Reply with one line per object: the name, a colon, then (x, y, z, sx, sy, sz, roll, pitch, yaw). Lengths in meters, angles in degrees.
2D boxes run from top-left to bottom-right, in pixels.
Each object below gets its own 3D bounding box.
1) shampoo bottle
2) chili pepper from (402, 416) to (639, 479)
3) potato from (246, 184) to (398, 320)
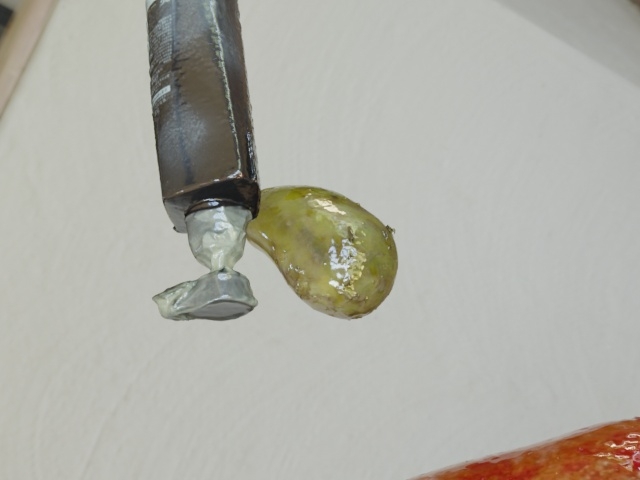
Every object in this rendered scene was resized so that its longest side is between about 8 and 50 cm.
shampoo bottle: (-0.067, -0.053, 0.677, 0.057, 0.064, 0.207, 72, -171, -63)
chili pepper: (0.176, 0.280, 0.988, 0.251, 0.305, 0.229, 104, 151, -72)
potato: (0.000, 0.000, 0.871, 0.138, 0.092, 0.070, 43, 126, 38)
